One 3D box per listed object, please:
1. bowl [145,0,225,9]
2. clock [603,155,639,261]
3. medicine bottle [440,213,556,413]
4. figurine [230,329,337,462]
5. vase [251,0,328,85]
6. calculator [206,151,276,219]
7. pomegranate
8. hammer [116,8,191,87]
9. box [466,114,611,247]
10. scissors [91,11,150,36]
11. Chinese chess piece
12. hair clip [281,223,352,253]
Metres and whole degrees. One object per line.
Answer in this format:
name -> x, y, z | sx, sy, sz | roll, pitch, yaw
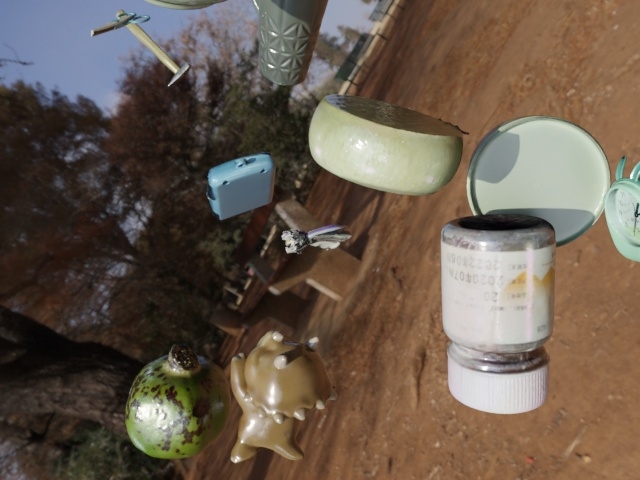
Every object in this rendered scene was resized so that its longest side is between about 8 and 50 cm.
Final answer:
bowl -> -0.198, -0.436, 0.794 | 0.307, 0.307, 0.163 | -61, -2, -40
clock -> 0.400, -0.038, 0.722 | 0.041, 0.134, 0.101 | -21, 10, -3
medicine bottle -> 0.269, 0.104, 0.879 | 0.165, 0.165, 0.273 | -73, -21, -77
figurine -> -0.060, 0.287, 1.044 | 0.173, 0.177, 0.246 | 0, 82, 43
vase -> -0.063, -0.463, 1.122 | 0.156, 0.251, 0.300 | -31, -32, -35
calculator -> -0.195, -0.129, 1.424 | 0.173, 0.051, 0.293 | -19, -15, -13
pomegranate -> -0.320, 0.361, 1.312 | 0.254, 0.255, 0.270 | -65, -14, -64
hammer -> -0.345, -0.392, 1.164 | 0.062, 0.199, 0.013 | -47, -10, 11
box -> 0.372, -0.104, 1.013 | 0.226, 0.226, 0.149 | -58, -5, 18
scissors -> -0.341, -0.365, 0.975 | 0.119, 0.058, 0.014 | -52, -27, -46
Chinese chess piece -> 0.100, -0.145, 0.863 | 0.237, 0.238, 0.092 | -67, -10, -68
hair clip -> 0.000, -0.001, 1.151 | 0.116, 0.172, 0.049 | -12, 84, 46
